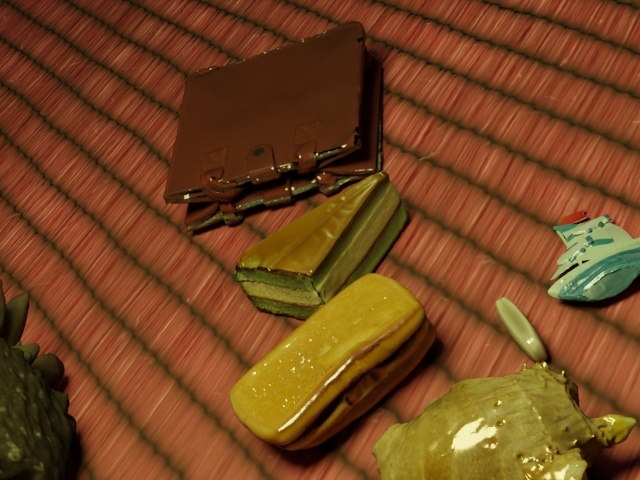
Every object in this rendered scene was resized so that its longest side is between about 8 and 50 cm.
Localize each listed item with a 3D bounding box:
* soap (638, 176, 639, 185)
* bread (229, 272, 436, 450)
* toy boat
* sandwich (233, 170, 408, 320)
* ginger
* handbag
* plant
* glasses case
[{"bbox_3d":[0.386,-0.074,1.252,0.168,0.033,0.089,-14,29,20],"label":"soap"},{"bbox_3d":[0.014,0.118,1.236,0.200,0.077,0.116,-40,37,-13],"label":"bread"},{"bbox_3d":[0.266,0.011,1.245,0.105,0.034,0.149,-16,24,24],"label":"toy boat"},{"bbox_3d":[0.000,0.000,1.395,0.113,0.079,0.163,7,49,40],"label":"sandwich"},{"bbox_3d":[0.143,0.172,1.049,0.216,0.102,0.157,-20,42,12],"label":"ginger"},{"bbox_3d":[-0.050,-0.141,1.623,0.260,0.084,0.275,-14,37,17],"label":"handbag"},{"bbox_3d":[-0.356,0.179,1.338,0.194,0.182,0.321,-32,32,5],"label":"plant"},{"bbox_3d":[0.181,0.081,1.201,0.021,0.032,0.083,-33,34,2],"label":"glasses case"}]
